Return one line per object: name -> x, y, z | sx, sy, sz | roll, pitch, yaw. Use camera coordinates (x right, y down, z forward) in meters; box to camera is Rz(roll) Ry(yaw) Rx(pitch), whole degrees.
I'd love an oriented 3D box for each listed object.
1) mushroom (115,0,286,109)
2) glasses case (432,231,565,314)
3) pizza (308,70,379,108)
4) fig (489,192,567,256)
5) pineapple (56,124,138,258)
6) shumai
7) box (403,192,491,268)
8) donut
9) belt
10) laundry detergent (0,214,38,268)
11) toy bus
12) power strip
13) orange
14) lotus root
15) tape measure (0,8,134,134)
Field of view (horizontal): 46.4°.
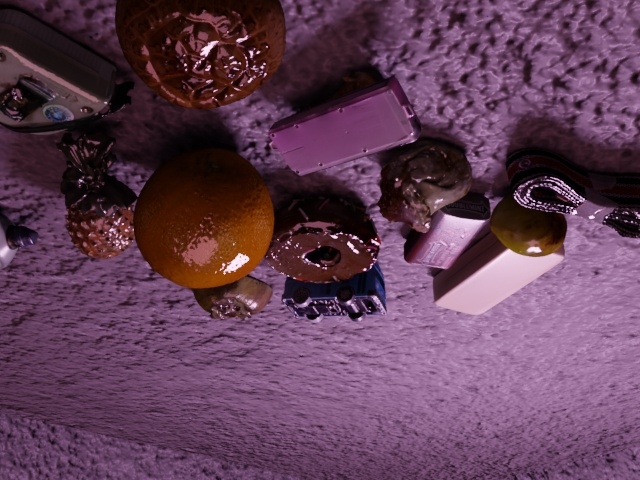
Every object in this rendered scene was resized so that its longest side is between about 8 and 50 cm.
mushroom -> -0.172, -0.307, 1.101 | 0.253, 0.153, 0.253 | -2, 139, -1
glasses case -> 0.403, 0.066, 1.732 | 0.144, 0.076, 0.336 | 16, 146, -21
pizza -> 0.040, -0.208, 1.326 | 0.199, 0.062, 0.188 | -14, 143, 26
fig -> 0.425, -0.035, 1.515 | 0.153, 0.136, 0.120 | 38, 133, 18
pineapple -> -0.433, -0.092, 1.475 | 0.170, 0.141, 0.310 | 27, 143, 13
shumai -> 0.199, -0.094, 1.425 | 0.184, 0.142, 0.184 | 4, 150, 2
box -> 0.268, -0.020, 1.611 | 0.120, 0.069, 0.224 | 9, 149, -12
donut -> 0.000, 0.000, 1.626 | 0.270, 0.103, 0.269 | 1, 151, 1
belt -> 0.524, -0.090, 1.457 | 0.360, 0.094, 0.126 | 12, 148, -15
laundry detergent -> -0.769, -0.012, 1.646 | 0.281, 0.105, 0.215 | -3, 146, 11
toy bus -> 0.039, 0.113, 1.776 | 0.234, 0.133, 0.116 | -4, 147, 19
power strip -> 0.039, -0.188, 1.274 | 0.279, 0.037, 0.109 | -14, 123, 34
orange -> -0.219, -0.041, 1.420 | 0.274, 0.274, 0.274 | 1, 148, 1
lotus root -> -0.227, 0.158, 1.920 | 0.204, 0.078, 0.183 | 25, 143, -34
tape measure -> -0.465, -0.248, 1.240 | 0.235, 0.115, 0.207 | 28, 138, -35
